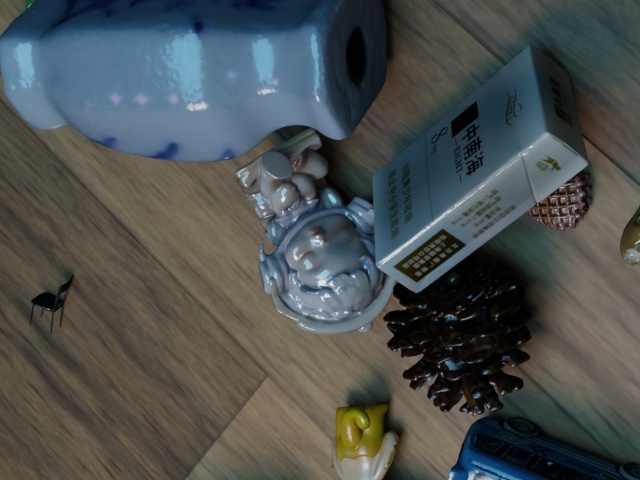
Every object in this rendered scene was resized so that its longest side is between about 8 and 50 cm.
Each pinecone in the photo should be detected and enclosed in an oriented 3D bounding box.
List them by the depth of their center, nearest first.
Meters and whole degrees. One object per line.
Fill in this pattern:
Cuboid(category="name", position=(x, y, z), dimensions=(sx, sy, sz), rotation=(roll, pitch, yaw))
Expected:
Cuboid(category="pinecone", position=(0.155, 0.112, 1.458), dimensions=(0.163, 0.163, 0.165), rotation=(-6, 113, 30))

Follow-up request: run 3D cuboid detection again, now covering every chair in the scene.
Cuboid(category="chair", position=(-0.361, 0.080, 1.800), dimensions=(0.042, 0.037, 0.086), rotation=(26, 118, 9))

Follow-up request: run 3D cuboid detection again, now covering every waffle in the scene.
Cuboid(category="waffle", position=(0.247, -0.050, 1.435), dimensions=(0.083, 0.029, 0.075), rotation=(36, 116, 20))

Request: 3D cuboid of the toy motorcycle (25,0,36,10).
Cuboid(category="toy motorcycle", position=(-0.331, -0.277, 1.686), dimensions=(0.106, 0.074, 0.190), rotation=(38, 117, 26))

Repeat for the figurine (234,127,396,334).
Cuboid(category="figurine", position=(0.000, 0.001, 1.518), dimensions=(0.163, 0.141, 0.236), rotation=(-26, 92, -9))

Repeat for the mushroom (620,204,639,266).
Cuboid(category="mushroom", position=(0.406, 0.012, 1.340), dimensions=(0.209, 0.071, 0.084), rotation=(20, 78, 21))

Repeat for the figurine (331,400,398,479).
Cuboid(category="figurine", position=(0.057, 0.316, 1.581), dimensions=(0.156, 0.131, 0.246), rotation=(-13, 81, 33))

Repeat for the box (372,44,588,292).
Cuboid(category="box", position=(0.160, -0.073, 1.404), dimensions=(0.067, 0.155, 0.243), rotation=(32, 126, -28))

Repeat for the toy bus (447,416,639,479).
Cuboid(category="toy bus", position=(0.254, 0.288, 1.448), dimensions=(0.246, 0.134, 0.113), rotation=(20, 110, 23))

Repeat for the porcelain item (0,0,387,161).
Cuboid(category="porcelain item", position=(-0.143, -0.201, 1.494), dimensions=(0.405, 0.242, 0.178), rotation=(2, 127, 25))
